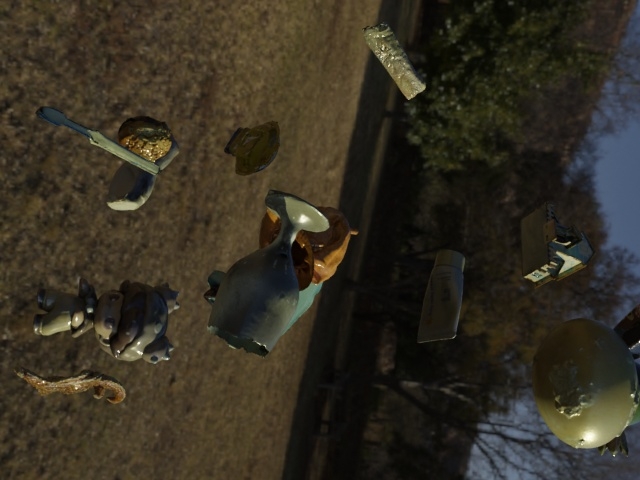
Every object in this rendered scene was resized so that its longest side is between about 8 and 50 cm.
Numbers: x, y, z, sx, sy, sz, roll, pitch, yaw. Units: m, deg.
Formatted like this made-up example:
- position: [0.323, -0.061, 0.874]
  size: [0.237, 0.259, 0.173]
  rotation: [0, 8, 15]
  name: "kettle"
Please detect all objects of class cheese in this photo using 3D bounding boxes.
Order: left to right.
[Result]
- position: [-0.190, -0.260, 1.979]
  size: [0.069, 0.270, 0.177]
  rotation: [34, 86, -36]
  name: "cheese"

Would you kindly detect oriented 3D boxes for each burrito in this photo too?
- position: [0.143, -0.346, 1.382]
  size: [0.171, 0.051, 0.042]
  rotation: [52, 30, -23]
  name: "burrito"

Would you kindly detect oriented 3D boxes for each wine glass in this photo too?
- position: [-0.080, 0.052, 1.120]
  size: [0.126, 0.126, 0.241]
  rotation: [79, 33, -68]
  name: "wine glass"

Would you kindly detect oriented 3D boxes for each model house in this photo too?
- position: [-0.157, 0.108, 2.016]
  size: [0.280, 0.249, 0.230]
  rotation: [-43, 160, -43]
  name: "model house"
- position: [0.774, 0.028, 2.323]
  size: [0.178, 0.206, 0.271]
  rotation: [-42, -148, 48]
  name: "model house"

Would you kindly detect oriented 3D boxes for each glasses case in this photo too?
- position: [0.702, 0.148, 1.456]
  size: [0.321, 0.122, 0.082]
  rotation: [-59, -137, 43]
  name: "glasses case"

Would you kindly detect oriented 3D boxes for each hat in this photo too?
- position: [0.000, 0.000, 1.874]
  size: [0.244, 0.233, 0.233]
  rotation: [-31, -105, 56]
  name: "hat"

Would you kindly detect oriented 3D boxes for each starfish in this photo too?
- position: [-0.390, 0.218, 1.133]
  size: [0.210, 0.150, 0.053]
  rotation: [27, 49, -52]
  name: "starfish"

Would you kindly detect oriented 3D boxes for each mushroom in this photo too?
- position: [-0.491, -0.197, 2.010]
  size: [0.109, 0.097, 0.351]
  rotation: [56, 36, -29]
  name: "mushroom"

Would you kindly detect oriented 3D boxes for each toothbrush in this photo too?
- position: [-0.375, -0.170, 1.257]
  size: [0.294, 0.028, 0.026]
  rotation: [27, 72, -55]
  name: "toothbrush"

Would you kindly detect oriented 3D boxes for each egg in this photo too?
- position: [0.413, 0.223, 1.135]
  size: [0.164, 0.164, 0.201]
  rotation: [52, 40, -80]
  name: "egg"

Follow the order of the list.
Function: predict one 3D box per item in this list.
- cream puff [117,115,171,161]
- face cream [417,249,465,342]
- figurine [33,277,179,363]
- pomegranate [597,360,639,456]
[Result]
- position: [-0.426, -0.242, 1.750]
  size: [0.119, 0.133, 0.104]
  rotation: [83, 19, -60]
  name: "cream puff"
- position: [0.288, 0.133, 1.693]
  size: [0.070, 0.114, 0.224]
  rotation: [36, 57, -29]
  name: "face cream"
- position: [-0.588, 0.217, 1.991]
  size: [0.203, 0.381, 0.248]
  rotation: [115, -20, -52]
  name: "figurine"
- position: [0.654, 0.370, 1.625]
  size: [0.187, 0.187, 0.225]
  rotation: [16, 71, -83]
  name: "pomegranate"
